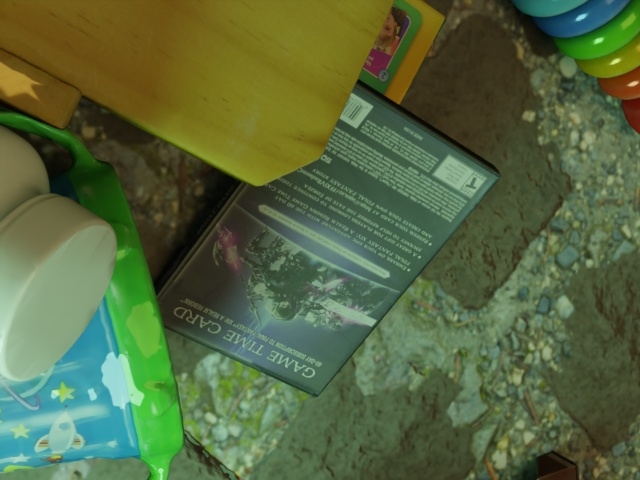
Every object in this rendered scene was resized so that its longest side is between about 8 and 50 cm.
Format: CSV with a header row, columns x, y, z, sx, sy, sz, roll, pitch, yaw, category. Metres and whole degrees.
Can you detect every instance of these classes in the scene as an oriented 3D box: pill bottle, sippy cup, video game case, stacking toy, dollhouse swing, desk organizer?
x,y,z,sx,sy,sz,roll,pitch,yaw,category
-0.270,-0.025,0.759,0.272,0.152,0.152,28,84,15,pill bottle
-0.240,0.076,0.907,0.224,0.305,0.240,-14,148,-14,sippy cup
0.000,0.000,1.052,0.196,0.026,0.274,29,111,-28,video game case
0.278,-0.218,1.162,0.330,0.141,0.141,41,80,-32,stacking toy
-0.148,-0.247,0.894,0.305,0.315,0.346,27,86,-50,dollhouse swing
0.244,0.295,1.277,0.050,0.047,0.130,-13,105,-22,desk organizer

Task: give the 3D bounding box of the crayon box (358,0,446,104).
x,y,z,sx,sy,sz,roll,pitch,yaw,category
-0.047,-0.189,1.022,0.278,0.081,0.165,30,86,-28,crayon box
